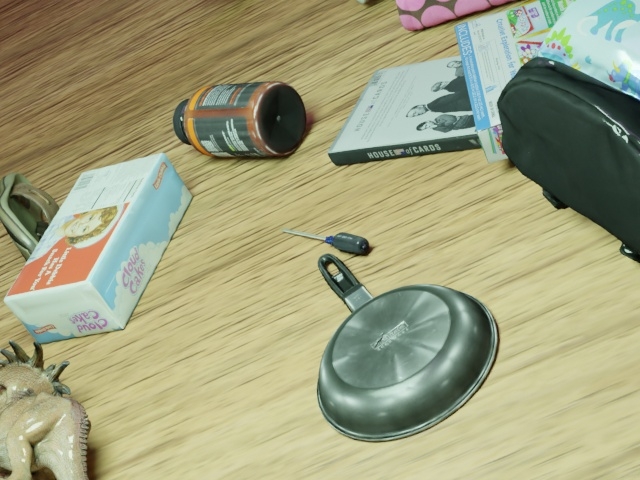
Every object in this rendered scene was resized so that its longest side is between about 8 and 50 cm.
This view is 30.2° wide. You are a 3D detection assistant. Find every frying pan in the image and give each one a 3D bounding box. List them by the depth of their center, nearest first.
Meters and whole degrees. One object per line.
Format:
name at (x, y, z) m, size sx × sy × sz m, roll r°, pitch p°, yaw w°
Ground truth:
frying pan at (0.079, 0.073, 1.236) m, size 0.197 × 0.053 × 0.326 m, roll -22°, pitch 36°, yaw 15°

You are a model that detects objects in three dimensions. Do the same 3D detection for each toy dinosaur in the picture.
toy dinosaur at (-0.318, 0.208, 1.325) m, size 0.296 × 0.127 × 0.200 m, roll 11°, pitch 45°, yaw 41°

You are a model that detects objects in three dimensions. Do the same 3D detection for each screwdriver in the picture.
screwdriver at (0.000, 0.000, 1.430) m, size 0.170 × 0.024 × 0.025 m, roll 4°, pitch 75°, yaw 52°

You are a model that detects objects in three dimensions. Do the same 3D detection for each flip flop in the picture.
flip flop at (-0.426, -0.039, 1.775) m, size 0.080 × 0.112 × 0.277 m, roll -27°, pitch 26°, yaw -2°

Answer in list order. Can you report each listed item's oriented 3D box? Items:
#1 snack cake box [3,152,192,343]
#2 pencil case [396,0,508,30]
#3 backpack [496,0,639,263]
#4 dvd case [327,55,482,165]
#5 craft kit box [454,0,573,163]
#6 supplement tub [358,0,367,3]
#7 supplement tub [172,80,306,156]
snack cake box at (-0.294, 0.007, 1.603) m, size 0.152 × 0.089 × 0.264 m, roll -10°, pitch 38°, yaw 29°
pencil case at (0.208, -0.369, 1.691) m, size 0.209 × 0.095 × 0.098 m, roll -9°, pitch 23°, yaw 29°
backpack at (0.384, -0.177, 1.143) m, size 0.355 × 0.273 × 0.290 m, roll -26°, pitch 42°, yaw -17°
dvd case at (0.142, -0.174, 1.532) m, size 0.239 × 0.029 × 0.179 m, roll -5°, pitch 41°, yaw 37°
craft kit box at (0.293, -0.214, 1.400) m, size 0.246 × 0.061 × 0.250 m, roll -19°, pitch 37°, yaw 14°
supplement tub at (0.117, -0.476, 1.859) m, size 0.200 × 0.144 × 0.144 m, roll -33°, pitch 32°, yaw -2°
supplement tub at (-0.121, -0.171, 1.682) m, size 0.198 × 0.106 × 0.106 m, roll 4°, pitch 47°, yaw 43°
